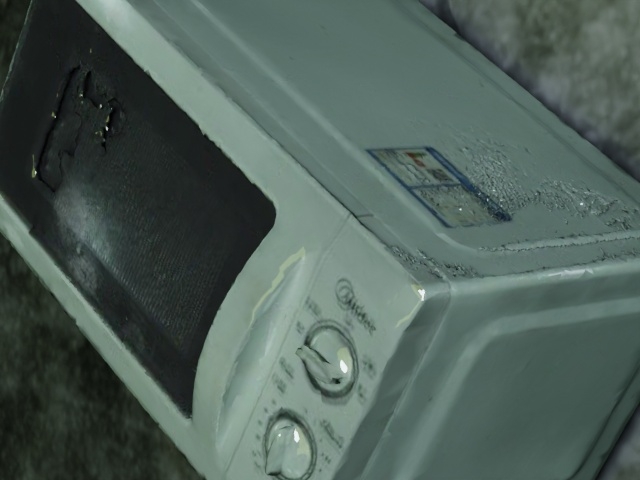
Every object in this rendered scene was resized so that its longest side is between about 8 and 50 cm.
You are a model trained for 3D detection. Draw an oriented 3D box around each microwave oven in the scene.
[{"bbox_3d":[0.000,0.000,0.875,0.295,0.237,0.181,45,124,35],"label":"microwave oven"}]
